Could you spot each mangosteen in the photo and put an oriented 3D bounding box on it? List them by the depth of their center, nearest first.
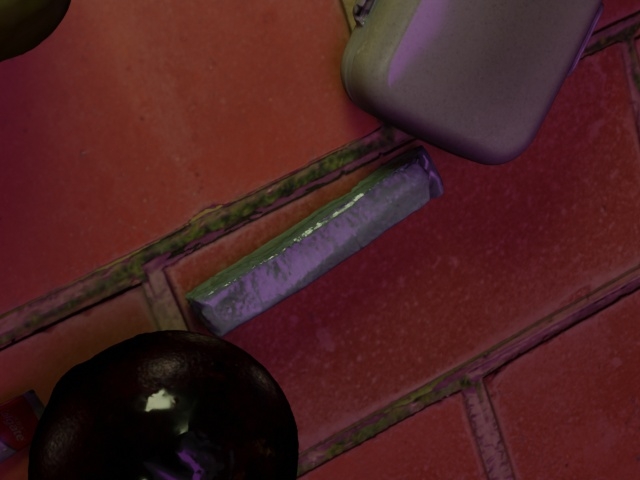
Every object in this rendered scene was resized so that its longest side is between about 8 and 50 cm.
[{"bbox_3d":[-0.166,0.243,1.612,0.297,0.293,0.297,0,99,-2],"label":"mangosteen"}]

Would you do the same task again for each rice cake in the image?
[{"bbox_3d":[0.000,0.000,1.745,0.336,0.063,0.066,-32,112,-13],"label":"rice cake"}]

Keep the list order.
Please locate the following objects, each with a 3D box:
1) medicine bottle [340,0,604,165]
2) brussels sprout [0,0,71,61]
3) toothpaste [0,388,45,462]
[{"bbox_3d":[0.194,-0.284,1.717,0.282,0.123,0.375,22,94,-31],"label":"medicine bottle"},{"bbox_3d":[-0.330,-0.289,1.372,0.242,0.274,0.317,28,94,-22],"label":"brussels sprout"},{"bbox_3d":[-0.426,0.258,1.629,0.301,0.048,0.075,-32,113,-17],"label":"toothpaste"}]
